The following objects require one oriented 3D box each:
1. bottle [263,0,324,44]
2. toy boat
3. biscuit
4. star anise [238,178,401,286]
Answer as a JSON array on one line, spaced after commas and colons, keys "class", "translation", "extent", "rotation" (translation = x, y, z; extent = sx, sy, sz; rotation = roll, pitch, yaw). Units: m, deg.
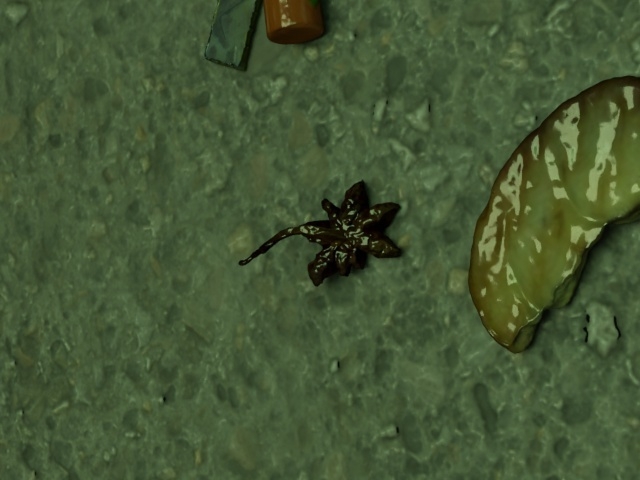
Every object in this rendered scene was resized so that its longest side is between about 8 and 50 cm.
[{"class": "bottle", "translation": [-0.039, -0.321, 1.647], "extent": [0.069, 0.069, 0.187], "rotation": [-14, 79, 35]}, {"class": "toy boat", "translation": [-0.101, -0.264, 1.722], "extent": [0.063, 0.016, 0.115], "rotation": [22, 99, 36]}, {"class": "biscuit", "translation": [0.243, -0.036, 1.433], "extent": [0.299, 0.045, 0.154], "rotation": [-48, 63, 25]}, {"class": "star anise", "translation": [0.000, 0.000, 1.591], "extent": [0.190, 0.070, 0.097], "rotation": [-23, 84, 21]}]
